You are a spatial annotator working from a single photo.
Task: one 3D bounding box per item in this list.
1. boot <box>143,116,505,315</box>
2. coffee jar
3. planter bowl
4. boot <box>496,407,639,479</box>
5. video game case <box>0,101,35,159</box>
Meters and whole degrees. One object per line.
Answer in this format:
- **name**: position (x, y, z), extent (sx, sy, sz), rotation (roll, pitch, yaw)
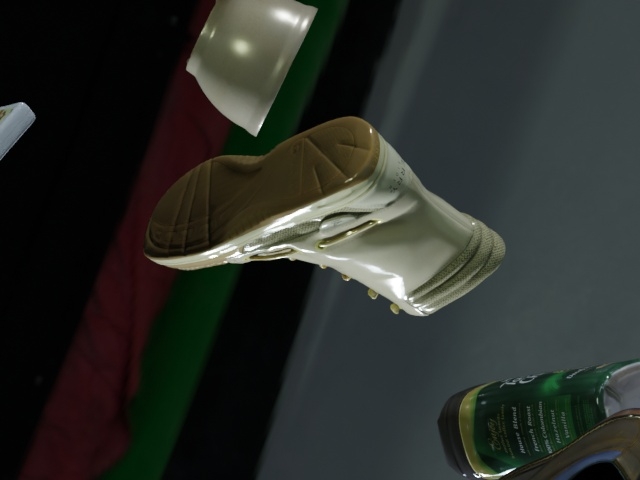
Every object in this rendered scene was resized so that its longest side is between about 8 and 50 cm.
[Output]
- **boot**: position (0.000, 0.000, 1.270), extent (0.203, 0.262, 0.095), rotation (33, -130, -39)
- **coffee jar**: position (0.184, 0.143, 1.201), extent (0.096, 0.184, 0.079), rotation (-11, -94, -43)
- **planter bowl**: position (-0.086, -0.215, 1.730), extent (0.162, 0.109, 0.162), rotation (-63, 4, 8)
- **boot**: position (0.148, 0.199, 1.055), extent (0.219, 0.082, 0.106), rotation (-45, -12, 19)
- **video game case**: position (-0.373, -0.036, 1.379), extent (0.023, 0.193, 0.212), rotation (50, -122, -27)
